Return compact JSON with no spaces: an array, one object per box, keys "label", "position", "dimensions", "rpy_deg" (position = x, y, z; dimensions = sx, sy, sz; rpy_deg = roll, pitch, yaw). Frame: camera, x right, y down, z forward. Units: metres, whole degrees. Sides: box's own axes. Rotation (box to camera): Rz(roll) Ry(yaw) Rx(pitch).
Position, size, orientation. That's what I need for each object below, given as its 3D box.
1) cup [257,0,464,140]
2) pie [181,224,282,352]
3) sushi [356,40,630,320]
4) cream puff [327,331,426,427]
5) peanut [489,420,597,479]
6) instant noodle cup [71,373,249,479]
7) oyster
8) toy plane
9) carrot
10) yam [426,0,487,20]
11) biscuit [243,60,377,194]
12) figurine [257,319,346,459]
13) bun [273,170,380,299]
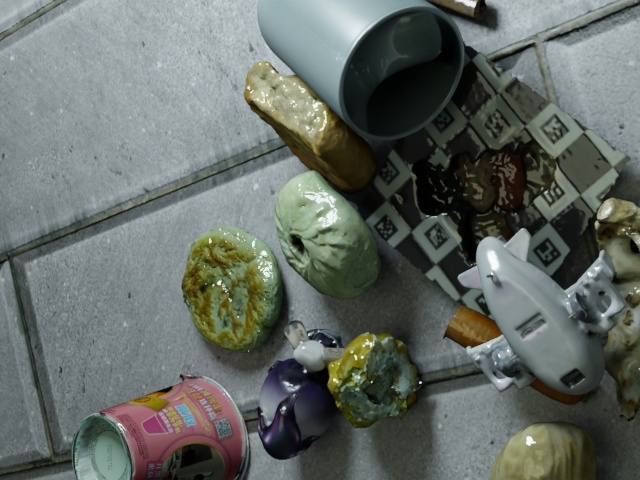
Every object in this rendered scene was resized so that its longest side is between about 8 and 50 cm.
[{"label":"cup","position":[0.046,-0.306,1.807],"dimensions":[0.312,0.205,0.205],"rpy_deg":[48,123,45]},{"label":"pie","position":[-0.158,0.085,2.177],"dimensions":[0.240,0.054,0.241],"rpy_deg":[5,98,41]},{"label":"sushi","position":[0.253,-0.078,1.823],"dimensions":[0.320,0.069,0.339],"rpy_deg":[39,117,21]},{"label":"cream puff","position":[0.074,0.220,1.947],"dimensions":[0.156,0.156,0.121],"rpy_deg":[-38,35,36]},{"label":"peanut","position":[0.302,0.395,1.772],"dimensions":[0.152,0.152,0.313],"rpy_deg":[26,116,35]},{"label":"instant noodle cup","position":[-0.295,0.370,2.190],"dimensions":[0.244,0.255,0.244],"rpy_deg":[2,93,40]},{"label":"oyster","position":[0.433,0.097,1.681],"dimensions":[0.166,0.094,0.294],"rpy_deg":[31,125,53]},{"label":"toy plane","position":[0.298,0.100,1.682],"dimensions":[0.252,0.118,0.252],"rpy_deg":[5,102,26]},{"label":"carrot","position":[0.289,0.169,1.773],"dimensions":[0.225,0.067,0.067],"rpy_deg":[27,113,12]},{"label":"yam","position":[0.119,-0.402,1.904],"dimensions":[0.327,0.045,0.045],"rpy_deg":[27,102,36]},{"label":"biscuit","position":[-0.006,-0.174,1.937],"dimensions":[0.091,0.213,0.274],"rpy_deg":[-48,48,-4]},{"label":"figurine","position":[-0.030,0.261,2.039],"dimensions":[0.145,0.145,0.222],"rpy_deg":[30,111,34]},{"label":"bun","position":[-0.002,-0.002,1.957],"dimensions":[0.221,0.108,0.221],"rpy_deg":[52,162,24]}]
